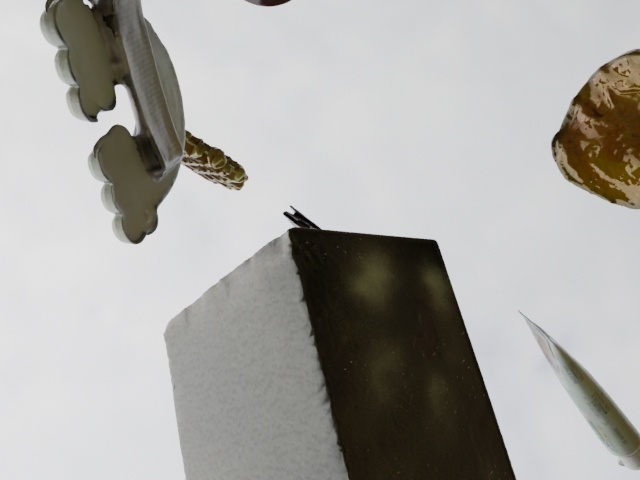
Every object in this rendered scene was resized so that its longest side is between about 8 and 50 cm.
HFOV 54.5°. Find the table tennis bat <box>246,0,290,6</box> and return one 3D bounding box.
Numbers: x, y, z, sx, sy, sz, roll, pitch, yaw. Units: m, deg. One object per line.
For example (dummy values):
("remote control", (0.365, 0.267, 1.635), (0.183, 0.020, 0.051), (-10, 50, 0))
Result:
("table tennis bat", (-0.092, -0.367, 0.855), (0.158, 0.095, 0.014), (8, -114, -44))

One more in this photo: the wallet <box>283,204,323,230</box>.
("wallet", (-0.001, 0.001, 1.168), (0.111, 0.166, 0.030), (39, -94, 28))

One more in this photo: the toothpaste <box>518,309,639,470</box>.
("toothpaste", (0.369, 0.213, 0.852), (0.314, 0.058, 0.056), (48, -129, -22))

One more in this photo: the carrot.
("carrot", (0.543, -0.184, 0.922), (0.341, 0.241, 0.241), (-18, -108, -24))

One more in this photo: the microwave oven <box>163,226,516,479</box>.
("microwave oven", (0.012, 0.250, 0.724), (0.237, 0.374, 0.431), (4, -118, -39))

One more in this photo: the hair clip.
("hair clip", (-0.143, -0.121, 0.480), (0.054, 0.220, 0.140), (-1, -150, 14))

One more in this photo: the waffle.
("waffle", (-0.198, -0.136, 0.994), (0.191, 0.191, 0.038), (29, -99, -7))
